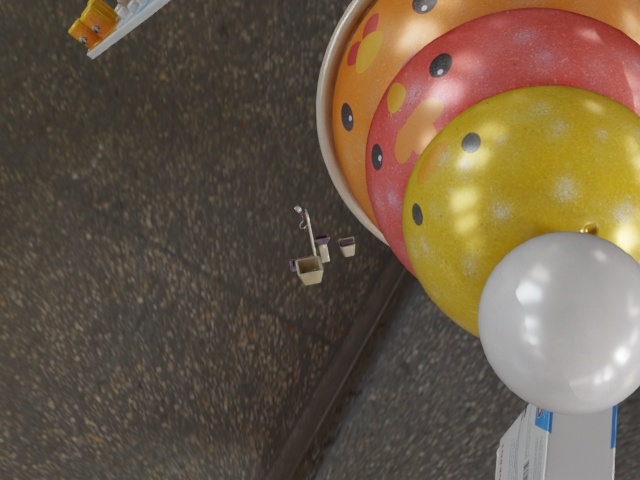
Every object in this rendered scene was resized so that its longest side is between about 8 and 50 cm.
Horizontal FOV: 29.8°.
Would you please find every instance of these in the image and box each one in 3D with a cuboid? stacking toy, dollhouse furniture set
[{"bbox_3d":[0.171,-0.036,0.931,0.351,0.480,0.350,0,116,0],"label":"stacking toy"},{"bbox_3d":[0.000,0.000,1.538,0.091,0.114,0.081,-11,107,-1],"label":"dollhouse furniture set"}]

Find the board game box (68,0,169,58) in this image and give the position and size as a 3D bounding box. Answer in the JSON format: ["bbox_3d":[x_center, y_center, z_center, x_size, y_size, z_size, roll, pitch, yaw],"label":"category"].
[{"bbox_3d":[-0.143,-0.434,1.482,0.050,0.390,0.390,35,67,-21],"label":"board game box"}]

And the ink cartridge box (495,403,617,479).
[{"bbox_3d":[0.277,0.275,1.440,0.086,0.203,0.148,13,57,-3],"label":"ink cartridge box"}]
